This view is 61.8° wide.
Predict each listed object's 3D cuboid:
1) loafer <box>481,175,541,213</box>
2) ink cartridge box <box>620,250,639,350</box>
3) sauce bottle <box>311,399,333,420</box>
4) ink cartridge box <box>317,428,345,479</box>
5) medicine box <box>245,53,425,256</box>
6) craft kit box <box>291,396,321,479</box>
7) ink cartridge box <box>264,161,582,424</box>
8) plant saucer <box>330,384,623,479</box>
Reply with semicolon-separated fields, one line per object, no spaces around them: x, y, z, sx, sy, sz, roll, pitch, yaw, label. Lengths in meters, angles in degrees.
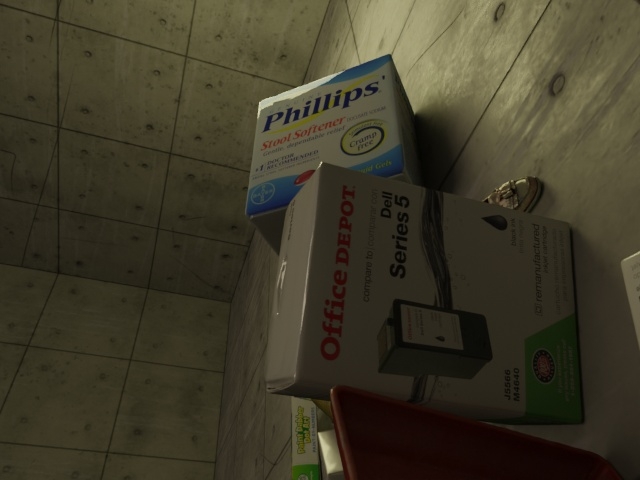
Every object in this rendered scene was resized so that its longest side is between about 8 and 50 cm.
0.209;-0.037;0.640;0.125;0.039;0.045;125;153;-58;loafer
0.258;0.080;0.270;0.148;0.085;0.203;125;153;-57;ink cartridge box
0.064;0.249;0.844;0.344;0.111;0.112;170;111;-73;sauce bottle
0.034;0.388;0.862;0.099;0.056;0.136;-116;19;-68;ink cartridge box
0.029;-0.139;0.918;0.149;0.263;0.290;54;-152;-47;medicine box
-0.032;0.426;1.052;0.247;0.060;0.250;-90;2;-48;craft kit box
0.098;0.062;0.520;0.115;0.272;0.199;135;144;-65;ink cartridge box
0.131;0.211;0.299;0.259;0.258;0.048;-110;42;-64;plant saucer
